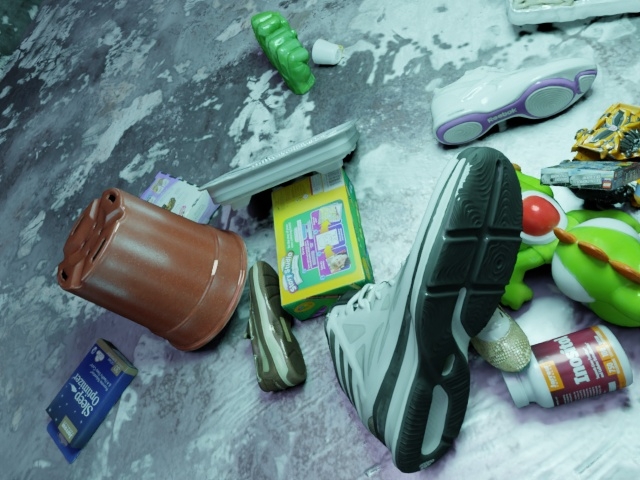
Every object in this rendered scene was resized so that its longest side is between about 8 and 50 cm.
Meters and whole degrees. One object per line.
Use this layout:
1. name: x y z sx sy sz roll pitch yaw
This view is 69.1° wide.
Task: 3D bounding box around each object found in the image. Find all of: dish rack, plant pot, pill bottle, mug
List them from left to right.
1. plant pot: -0.332 0.047 0.907 0.272 0.265 0.273 -23 51 32
2. dish rack: -0.068 -0.160 0.987 0.332 0.073 0.285 -20 13 15
3. mug: 0.024 -0.497 1.218 0.064 0.062 0.078 22 80 26
4. pill bottle: 0.334 0.180 0.645 0.151 0.086 0.086 -23 54 14

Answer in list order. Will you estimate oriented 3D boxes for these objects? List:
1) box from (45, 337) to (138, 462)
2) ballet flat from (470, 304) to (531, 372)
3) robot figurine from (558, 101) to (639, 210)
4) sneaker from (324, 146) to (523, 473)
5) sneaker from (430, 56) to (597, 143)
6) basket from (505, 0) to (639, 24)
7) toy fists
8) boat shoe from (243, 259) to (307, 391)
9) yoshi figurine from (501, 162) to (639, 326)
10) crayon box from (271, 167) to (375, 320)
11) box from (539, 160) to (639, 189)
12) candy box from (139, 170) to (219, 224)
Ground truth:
1. box: -0.507 0.342 1.005 0.136 0.036 0.225 25 76 35
2. ballet flat: 0.239 0.110 0.696 0.073 0.067 0.206 -36 26 7
3. robot figurine: 0.534 -0.120 0.721 0.211 0.085 0.291 -46 53 -5
4. sneaker: 0.107 0.073 0.678 0.257 0.168 0.449 29 112 51
5. sneaker: 0.357 -0.299 0.896 0.304 0.114 0.152 -14 58 19
6. basket: 0.541 -0.642 0.894 0.327 0.266 0.332 2 64 18
7. toy fists: -0.102 -0.518 1.241 0.096 0.142 0.279 -33 53 6
8. boat shoe: -0.110 0.159 0.878 0.095 0.095 0.258 -30 53 15
9. yoshi figurine: 0.367 0.015 0.706 0.202 0.204 0.362 -10 33 -23
10. crayon box: 0.000 0.000 0.921 0.165 0.081 0.279 -20 55 16
11. box: 0.393 -0.097 0.673 0.093 0.136 0.027 12 110 46
12. candy box: -0.371 -0.069 1.156 0.196 0.070 0.165 22 73 35
